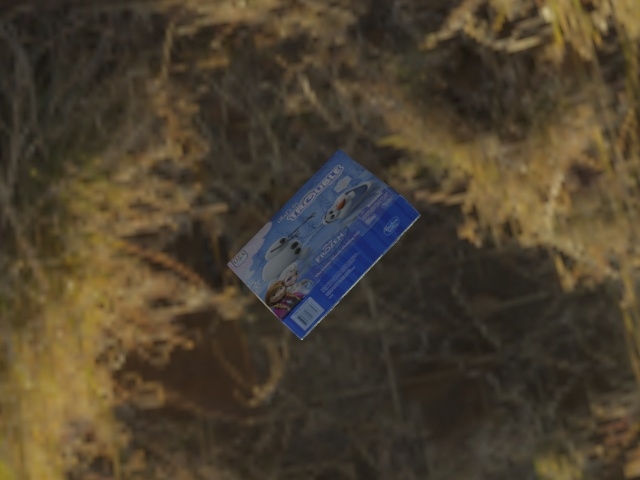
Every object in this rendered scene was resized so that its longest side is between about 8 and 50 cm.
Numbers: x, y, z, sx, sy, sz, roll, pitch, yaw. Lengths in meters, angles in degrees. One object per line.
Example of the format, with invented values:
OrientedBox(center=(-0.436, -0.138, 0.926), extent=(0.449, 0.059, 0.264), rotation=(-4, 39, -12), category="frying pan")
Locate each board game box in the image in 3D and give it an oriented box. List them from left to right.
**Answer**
OrientedBox(center=(0.000, 0.000, 1.037), extent=(0.090, 0.090, 0.020), rotation=(-46, 117, -2), category="board game box")
